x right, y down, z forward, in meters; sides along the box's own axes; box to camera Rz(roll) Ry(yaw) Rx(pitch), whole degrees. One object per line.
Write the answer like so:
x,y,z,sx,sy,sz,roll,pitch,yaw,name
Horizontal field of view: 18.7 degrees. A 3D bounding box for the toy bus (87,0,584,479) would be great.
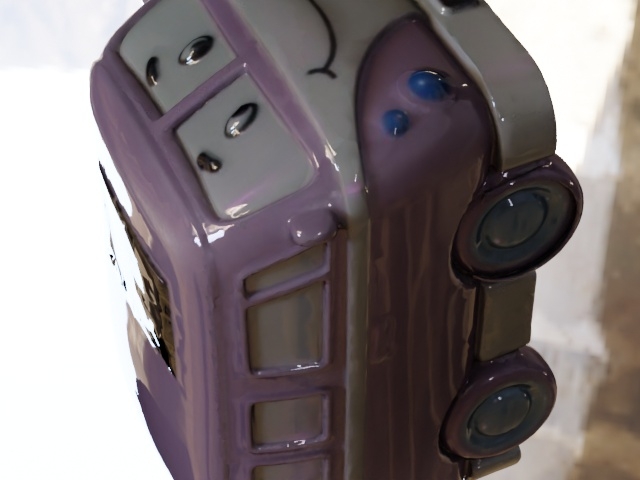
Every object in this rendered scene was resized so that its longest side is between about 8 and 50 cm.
0.000,0.000,0.691,0.142,0.202,0.142,-16,-134,-16,toy bus
